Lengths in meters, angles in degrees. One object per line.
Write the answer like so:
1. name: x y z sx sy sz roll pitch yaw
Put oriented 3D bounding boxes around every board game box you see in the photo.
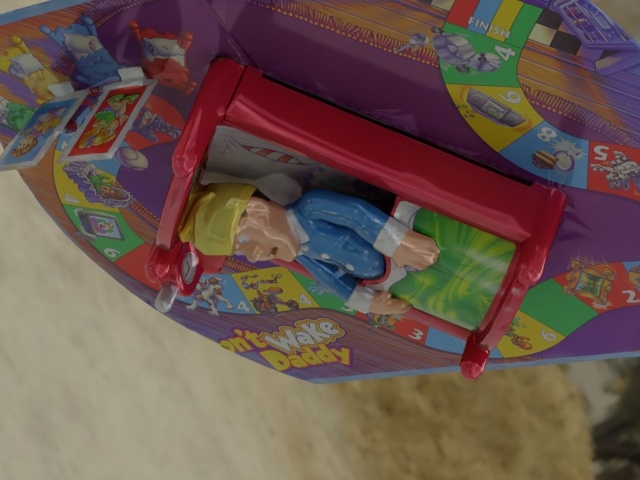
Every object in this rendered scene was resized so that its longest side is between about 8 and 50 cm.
1. board game box: 0.000 0.000 0.374 0.133 0.168 0.033 52 46 -35
